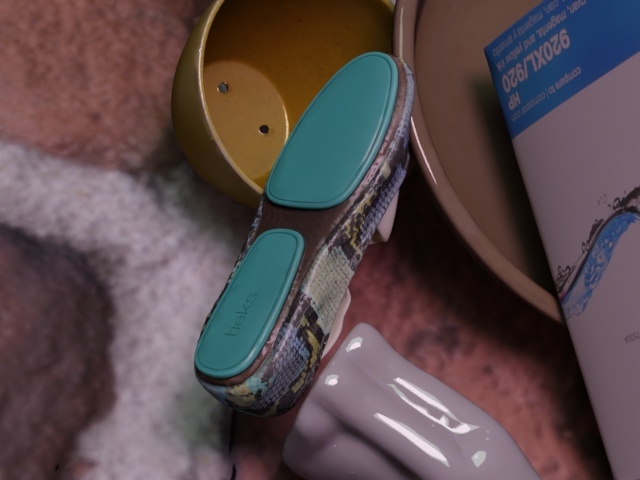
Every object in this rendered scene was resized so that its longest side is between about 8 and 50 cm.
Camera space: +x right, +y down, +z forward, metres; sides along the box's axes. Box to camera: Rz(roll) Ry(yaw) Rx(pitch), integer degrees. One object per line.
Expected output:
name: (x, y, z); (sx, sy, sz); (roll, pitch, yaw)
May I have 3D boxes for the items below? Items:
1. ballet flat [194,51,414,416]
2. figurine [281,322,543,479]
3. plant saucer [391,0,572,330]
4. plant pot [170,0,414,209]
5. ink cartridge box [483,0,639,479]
ballet flat: (0.000, 0.000, 0.887); (0.070, 0.070, 0.188); (26, 74, 12)
figurine: (0.057, 0.165, 0.839); (0.209, 0.092, 0.215); (32, 56, 6)
plant saucer: (0.155, -0.072, 0.979); (0.278, 0.041, 0.277); (9, 69, -24)
plant pot: (-0.024, -0.070, 0.968); (0.134, 0.095, 0.134); (6, 78, -29)
ink cartridge box: (0.214, -0.022, 0.871); (0.171, 0.168, 0.232); (-10, 78, -27)
